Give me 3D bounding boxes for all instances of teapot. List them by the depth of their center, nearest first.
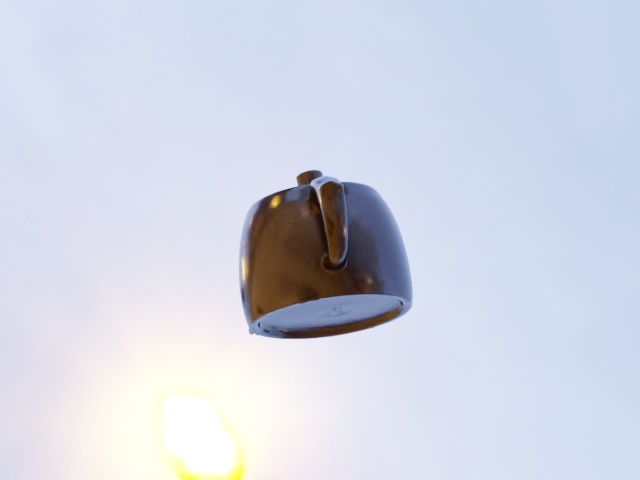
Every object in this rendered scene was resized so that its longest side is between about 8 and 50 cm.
[{"bbox_3d":[0.000,0.000,0.836,0.076,0.068,0.121,-7,-16,-6],"label":"teapot"}]
